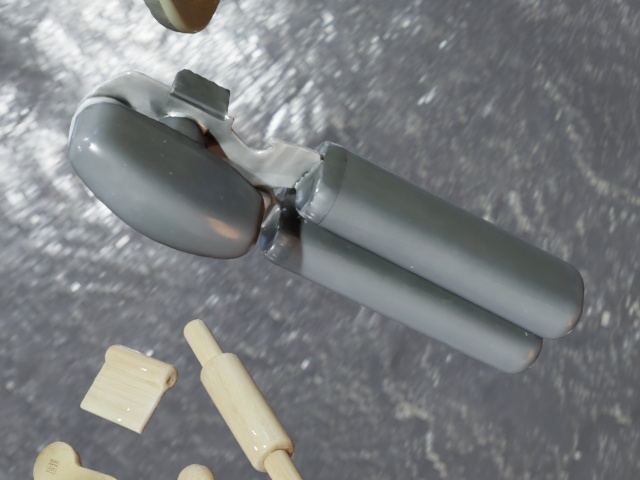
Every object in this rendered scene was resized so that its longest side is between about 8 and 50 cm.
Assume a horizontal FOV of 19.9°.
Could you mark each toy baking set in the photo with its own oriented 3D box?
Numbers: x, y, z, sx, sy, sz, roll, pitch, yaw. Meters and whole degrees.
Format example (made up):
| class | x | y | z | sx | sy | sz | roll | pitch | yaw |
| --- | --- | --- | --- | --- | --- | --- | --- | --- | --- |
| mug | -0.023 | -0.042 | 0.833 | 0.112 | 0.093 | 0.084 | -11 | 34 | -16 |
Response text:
| class | x | y | z | sx | sy | sz | roll | pitch | yaw |
| --- | --- | --- | --- | --- | --- | --- | --- | --- | --- |
| toy baking set | -0.094 | 0.176 | 1.163 | 0.197 | 0.030 | 0.256 | -47 | 51 | 8 |

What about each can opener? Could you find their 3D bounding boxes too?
| class | x | y | z | sx | sy | sz | roll | pitch | yaw |
| --- | --- | --- | --- | --- | --- | --- | --- | --- | --- |
| can opener | 0.000 | 0.000 | 0.897 | 0.280 | 0.093 | 0.074 | 23 | 139 | -20 |

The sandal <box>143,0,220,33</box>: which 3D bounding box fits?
| class | x | y | z | sx | sy | sz | roll | pitch | yaw |
| --- | --- | --- | --- | --- | --- | --- | --- | --- | --- |
| sandal | -0.017 | -0.257 | 1.077 | 0.086 | 0.120 | 0.303 | 33 | 95 | 23 |
